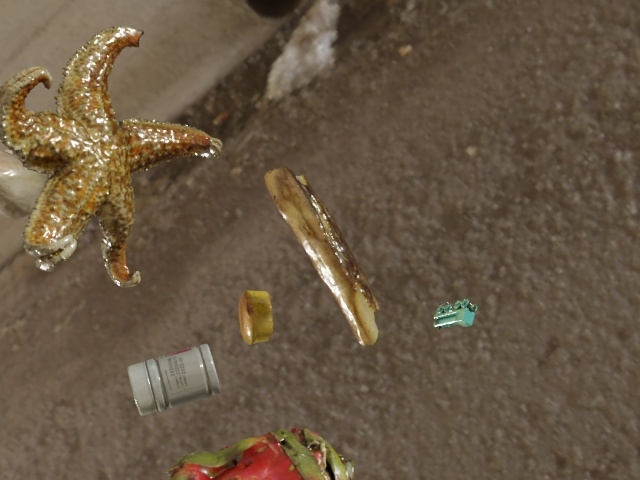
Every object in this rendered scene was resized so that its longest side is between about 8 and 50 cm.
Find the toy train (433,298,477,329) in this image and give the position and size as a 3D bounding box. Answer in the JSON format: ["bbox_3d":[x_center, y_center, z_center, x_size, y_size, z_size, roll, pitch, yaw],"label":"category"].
[{"bbox_3d":[0.216,0.121,1.806,0.092,0.029,0.045,-21,43,54],"label":"toy train"}]

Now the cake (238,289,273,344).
[{"bbox_3d":[-0.100,0.117,1.709,0.084,0.044,0.084,177,90,-78],"label":"cake"}]

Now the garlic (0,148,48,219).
[{"bbox_3d":[-0.465,-0.093,1.616,0.090,0.128,0.198,-50,-3,6],"label":"garlic"}]

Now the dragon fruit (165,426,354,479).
[{"bbox_3d":[-0.077,0.358,1.287,0.237,0.231,0.303,15,78,54],"label":"dragon fruit"}]

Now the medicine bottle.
[{"bbox_3d":[-0.159,0.152,1.223,0.091,0.058,0.058,-16,37,-9],"label":"medicine bottle"}]

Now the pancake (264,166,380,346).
[{"bbox_3d":[0.001,0.000,1.519,0.056,0.212,0.257,-32,34,4],"label":"pancake"}]

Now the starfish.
[{"bbox_3d":[-0.248,-0.090,1.318,0.113,0.312,0.303,-1,14,39],"label":"starfish"}]
